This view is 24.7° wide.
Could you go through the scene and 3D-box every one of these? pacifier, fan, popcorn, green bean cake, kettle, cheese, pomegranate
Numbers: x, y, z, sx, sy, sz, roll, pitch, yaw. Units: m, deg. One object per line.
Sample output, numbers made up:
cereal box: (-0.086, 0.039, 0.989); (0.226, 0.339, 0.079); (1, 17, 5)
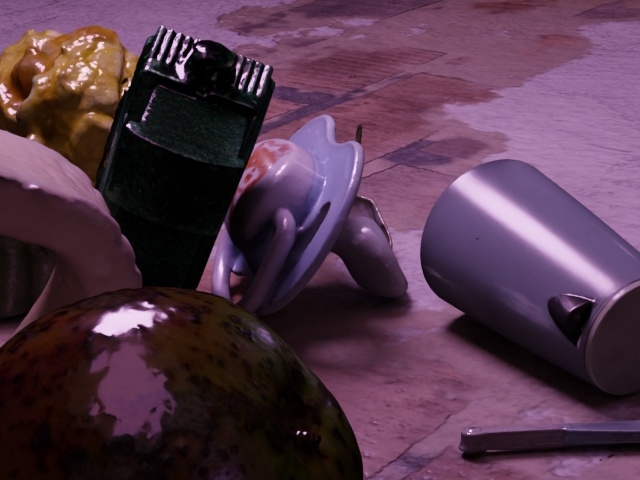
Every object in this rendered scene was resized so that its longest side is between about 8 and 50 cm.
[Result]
pacifier: (0.000, 0.000, 1.505); (0.207, 0.227, 0.279); (25, 11, -20)
fan: (0.255, 0.159, 1.220); (0.282, 0.023, 0.057); (-1, 23, 1)
popcorn: (-0.313, -0.143, 1.802); (0.225, 0.249, 0.249); (-38, 37, -28)
green bean cake: (-0.373, 0.003, 1.564); (0.227, 0.124, 0.222); (-9, 20, -20)
kettle: (0.244, 0.047, 1.379); (0.211, 0.160, 0.243); (17, 14, -37)
cheese: (-0.325, 0.052, 1.224); (0.332, 0.292, 0.153); (3, 19, -17)
pomegranate: (-0.145, 0.182, 0.949); (0.341, 0.285, 0.285); (-28, 10, 28)

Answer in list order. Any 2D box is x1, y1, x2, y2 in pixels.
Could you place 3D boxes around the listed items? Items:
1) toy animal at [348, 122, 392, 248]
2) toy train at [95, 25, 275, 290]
toy animal: (0.005, -0.056, 1.643); (0.095, 0.155, 0.219); (-6, 27, -34)
toy train: (-0.154, -0.035, 1.399); (0.139, 0.330, 0.178); (19, 36, -7)
